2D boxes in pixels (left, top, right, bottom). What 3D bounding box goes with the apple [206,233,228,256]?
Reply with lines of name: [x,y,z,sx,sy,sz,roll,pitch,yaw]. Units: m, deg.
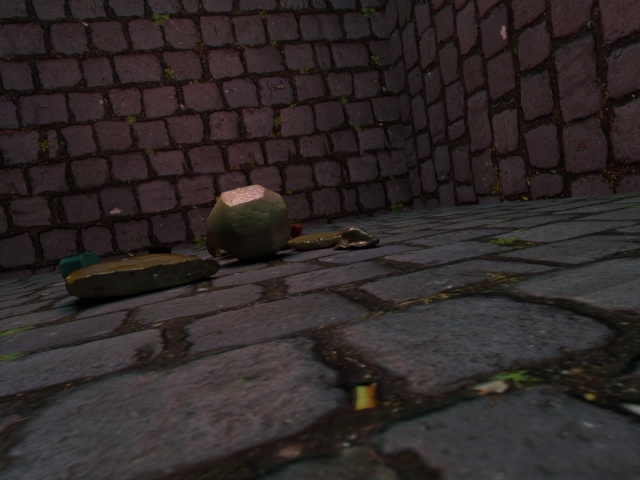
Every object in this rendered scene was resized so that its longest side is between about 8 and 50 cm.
apple: [-0.555,0.007,2.262,0.156,0.158,0.147,-14,3,-7]

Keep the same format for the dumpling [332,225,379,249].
dumpling: [0.127,-0.013,1.645,0.166,0.086,0.332,-7,0,-5]

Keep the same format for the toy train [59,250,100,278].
toy train: [-0.945,0.124,1.623,0.107,0.154,0.198,-13,6,-6]

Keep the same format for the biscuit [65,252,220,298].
biscuit: [-0.633,0.118,1.395,0.429,0.103,0.446,-12,8,-39]

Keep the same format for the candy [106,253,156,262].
candy: [-0.755,0.117,1.645,0.234,0.102,0.104,-8,4,-21]

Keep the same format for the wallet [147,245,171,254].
wallet: [-0.683,0.084,1.763,0.025,0.124,0.244,-22,12,-37]

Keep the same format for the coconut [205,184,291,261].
coconut: [-0.312,-0.064,1.734,0.353,0.352,0.352,-9,5,1]

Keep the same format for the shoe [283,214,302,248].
shoe: [-0.215,0.001,2.011,0.171,0.132,0.336,29,45,31]

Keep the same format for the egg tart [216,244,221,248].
egg tart: [-0.381,-0.042,2.086,0.352,0.150,0.352,-18,-38,-15]

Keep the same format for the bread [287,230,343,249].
bread: [0.000,0.000,1.894,0.316,0.054,0.316,-9,6,1]
